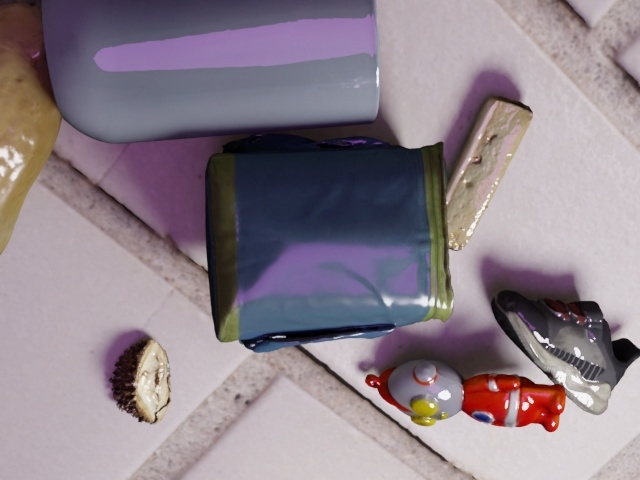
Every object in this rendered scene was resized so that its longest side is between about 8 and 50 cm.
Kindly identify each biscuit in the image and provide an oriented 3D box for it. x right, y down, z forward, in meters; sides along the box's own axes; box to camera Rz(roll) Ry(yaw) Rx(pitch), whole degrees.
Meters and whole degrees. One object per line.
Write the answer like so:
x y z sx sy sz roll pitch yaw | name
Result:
0.180 -0.078 1.229 0.056 0.052 0.188 25 109 -1 | biscuit

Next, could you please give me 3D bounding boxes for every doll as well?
0.176 0.192 1.315 0.245 0.076 0.142 6 147 6 | doll

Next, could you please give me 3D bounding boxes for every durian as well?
-0.222 0.176 1.301 0.066 0.052 0.130 -23 127 -41 | durian

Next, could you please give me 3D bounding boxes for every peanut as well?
-0.363 -0.078 1.078 0.158 0.174 0.340 36 109 -3 | peanut

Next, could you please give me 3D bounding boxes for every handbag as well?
0.000 0.000 1.122 0.241 0.263 0.222 -2 89 -4 | handbag

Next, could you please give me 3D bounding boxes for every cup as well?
-0.104 -0.205 1.047 0.312 0.205 0.205 -5 115 -4 | cup

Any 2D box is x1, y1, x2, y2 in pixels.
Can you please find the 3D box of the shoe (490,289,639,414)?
0.307 0.118 1.317 0.112 0.099 0.227 -43 117 4 | shoe
